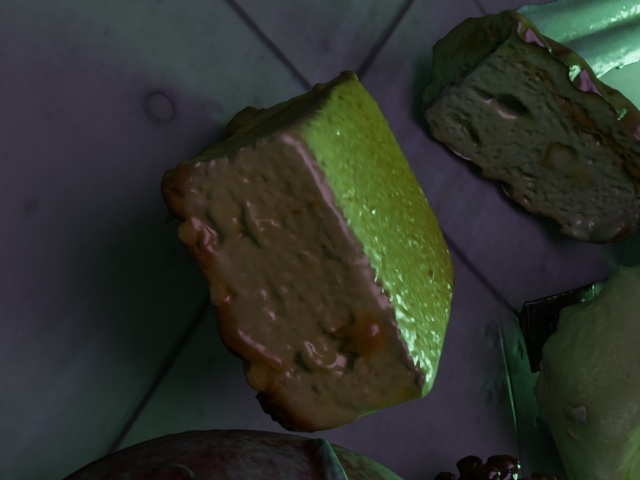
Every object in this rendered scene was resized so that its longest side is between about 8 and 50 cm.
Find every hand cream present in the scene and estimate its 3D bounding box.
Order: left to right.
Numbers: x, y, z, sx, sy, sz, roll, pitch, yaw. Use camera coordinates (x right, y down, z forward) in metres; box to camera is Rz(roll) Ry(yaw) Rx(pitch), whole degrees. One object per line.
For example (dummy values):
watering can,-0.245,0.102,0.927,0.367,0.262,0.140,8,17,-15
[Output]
hand cream,0.234,0.062,1.175,0.163,0.039,0.062,-18,106,-39

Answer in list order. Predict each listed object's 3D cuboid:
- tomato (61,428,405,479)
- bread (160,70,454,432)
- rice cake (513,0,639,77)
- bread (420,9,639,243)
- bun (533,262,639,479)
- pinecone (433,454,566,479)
tomato,-0.044,0.256,0.728,0.317,0.282,0.316,21,52,-30
bread,0.000,0.000,0.870,0.184,0.114,0.274,63,12,-9
rice cake,0.234,-0.182,1.235,0.226,0.040,0.085,-23,92,-40
bread,0.186,-0.092,1.127,0.232,0.128,0.088,37,31,-25
bun,0.289,0.109,1.100,0.259,0.259,0.160,25,31,-32
pinecone,0.123,0.225,0.968,0.174,0.174,0.173,12,71,-37
